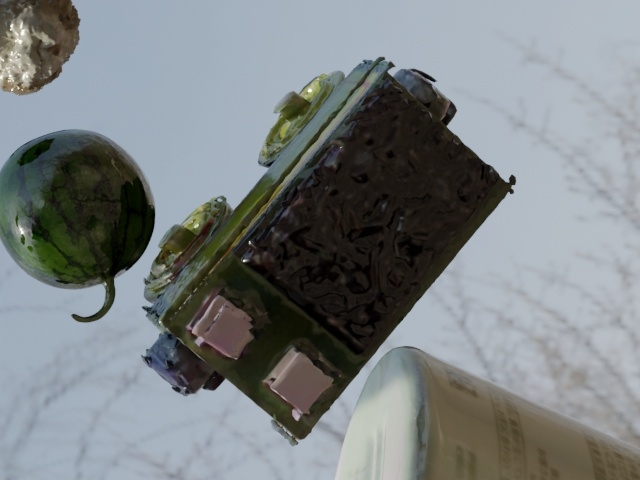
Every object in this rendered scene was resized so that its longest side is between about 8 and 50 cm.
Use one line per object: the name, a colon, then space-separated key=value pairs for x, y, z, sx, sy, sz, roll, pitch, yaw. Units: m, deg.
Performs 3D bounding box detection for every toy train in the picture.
toy train: x=0.000 y=0.000 z=1.142 sx=0.134 sy=0.177 sz=0.261 roll=41 pitch=-95 yaw=-17

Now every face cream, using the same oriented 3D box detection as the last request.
face cream: x=0.167 y=0.179 z=0.807 sx=0.348 sy=0.081 sz=0.173 roll=25 pitch=-135 yaw=-19

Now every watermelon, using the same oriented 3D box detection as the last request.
watermelon: x=-0.145 y=-0.016 z=1.105 sx=0.109 sy=0.109 sz=0.109 roll=-29 pitch=-53 yaw=-48

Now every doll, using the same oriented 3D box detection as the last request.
doll: x=-0.313 y=-0.179 z=1.546 sx=0.221 sy=0.115 sz=0.105 roll=0 pitch=-59 yaw=-16
